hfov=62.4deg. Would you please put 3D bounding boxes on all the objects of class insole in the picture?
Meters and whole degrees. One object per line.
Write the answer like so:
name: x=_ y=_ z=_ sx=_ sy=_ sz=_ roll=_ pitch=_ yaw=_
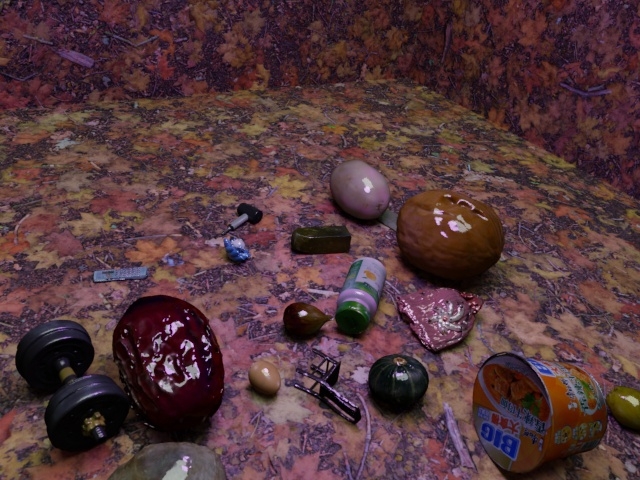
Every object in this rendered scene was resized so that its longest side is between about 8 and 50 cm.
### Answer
insole: x=0.334 y=-0.056 z=2.218 sx=0.119 sy=0.009 sz=0.348 roll=-13 pitch=40 yaw=-29

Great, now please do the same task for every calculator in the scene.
calculator: x=-0.664 y=0.113 z=1.758 sx=0.172 sy=0.018 sz=0.057 roll=-4 pitch=35 yaw=-16

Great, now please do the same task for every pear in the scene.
pear: x=0.879 y=0.473 z=1.494 sx=0.131 sy=0.107 sz=0.107 roll=39 pitch=43 yaw=20

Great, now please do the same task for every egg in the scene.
egg: x=-0.149 y=0.374 z=1.433 sx=0.080 sy=0.080 sz=0.096 roll=-19 pitch=43 yaw=-34

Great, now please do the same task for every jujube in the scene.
jujube: x=-0.385 y=0.306 z=1.352 sx=0.259 sy=0.258 sz=0.376 roll=-13 pitch=52 yaw=-28

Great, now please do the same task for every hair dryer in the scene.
hair dryer: x=-0.325 y=-0.078 z=2.081 sx=0.101 sy=0.057 sz=0.198 roll=25 pitch=43 yaw=25

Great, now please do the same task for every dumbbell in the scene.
dumbbell: x=-0.608 y=0.346 z=1.287 sx=0.185 sy=0.185 sz=0.388 roll=-20 pitch=43 yaw=-35

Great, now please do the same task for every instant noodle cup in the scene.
instant noodle cup: x=0.561 y=0.431 z=1.350 sx=0.214 sy=0.296 sz=0.296 roll=5 pitch=33 yaw=-22

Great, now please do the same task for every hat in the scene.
hat: x=0.416 y=0.231 z=1.736 sx=0.287 sy=0.107 sz=0.236 roll=-14 pitch=50 yaw=-22

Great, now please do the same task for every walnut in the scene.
walnut: x=0.476 y=-0.027 z=1.941 sx=0.398 sy=0.307 sz=0.354 roll=26 pitch=43 yaw=27

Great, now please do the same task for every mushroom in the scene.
mushroom: x=-0.331 y=0.528 z=1.101 sx=0.267 sy=0.164 sz=0.189 roll=3 pitch=34 yaw=-8

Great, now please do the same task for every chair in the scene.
chair: x=0.041 y=0.397 z=1.442 sx=0.213 sy=0.084 sz=0.101 roll=25 pitch=42 yaw=23

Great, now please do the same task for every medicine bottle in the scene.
medicine bottle: x=0.130 y=0.179 z=1.729 sx=0.134 sy=0.133 sz=0.274 roll=15 pitch=36 yaw=10

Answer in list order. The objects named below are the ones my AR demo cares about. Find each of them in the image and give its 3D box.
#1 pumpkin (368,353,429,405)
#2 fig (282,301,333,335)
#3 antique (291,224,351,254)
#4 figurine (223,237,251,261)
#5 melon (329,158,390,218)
pumpkin: x=0.214 y=0.384 z=1.457 sx=0.167 sy=0.125 sz=0.167 roll=12 pitch=11 yaw=-2
fig: x=-0.038 y=0.240 z=1.632 sx=0.155 sy=0.103 sz=0.109 roll=-8 pitch=59 yaw=-9
antique: x=0.000 y=0.000 z=2.007 sx=0.221 sy=0.081 sz=0.080 roll=-4 pitch=34 yaw=-16
figurine: x=-0.295 y=0.036 z=1.890 sx=0.114 sy=0.079 sz=0.114 roll=40 pitch=1 yaw=0
melon: x=0.164 y=-0.217 z=2.227 sx=0.223 sy=0.223 sz=0.317 roll=-11 pitch=36 yaw=-25
